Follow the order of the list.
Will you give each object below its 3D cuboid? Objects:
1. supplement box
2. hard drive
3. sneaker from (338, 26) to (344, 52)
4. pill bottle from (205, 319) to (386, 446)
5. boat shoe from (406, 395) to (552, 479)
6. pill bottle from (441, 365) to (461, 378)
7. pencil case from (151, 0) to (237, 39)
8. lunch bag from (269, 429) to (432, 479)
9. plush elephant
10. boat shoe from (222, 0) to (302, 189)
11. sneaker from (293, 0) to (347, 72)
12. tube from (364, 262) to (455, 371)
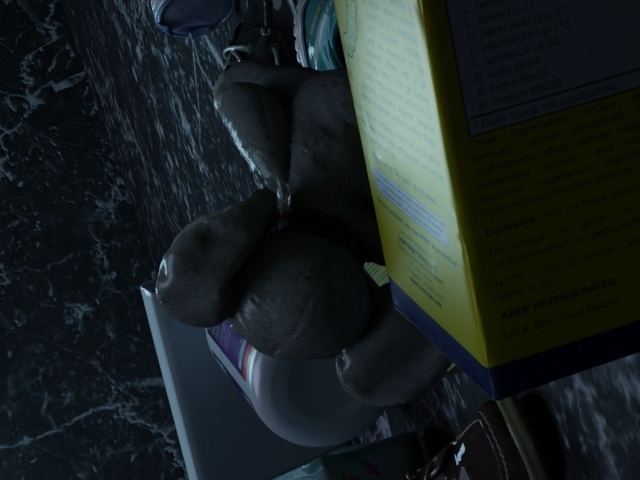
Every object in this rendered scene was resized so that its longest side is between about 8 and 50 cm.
[{"bbox_3d":[0.132,-0.115,1.142,0.195,0.194,0.356,-136,32,-65],"label":"supplement box"},{"bbox_3d":[-0.093,0.184,2.418,0.047,0.233,0.353,24,131,58],"label":"hard drive"},{"bbox_3d":[0.050,-0.225,1.556,0.135,0.097,0.276,107,144,-57],"label":"sneaker"},{"bbox_3d":[-0.035,0.121,2.203,0.323,0.181,0.181,-139,34,-68],"label":"pill bottle"},{"bbox_3d":[0.143,0.261,1.749,0.342,0.123,0.123,96,154,-61],"label":"boat shoe"},{"bbox_3d":[0.116,0.114,1.763,0.043,0.083,0.043,163,90,-77],"label":"pill bottle"},{"bbox_3d":[-0.203,-0.401,2.409,0.273,0.113,0.124,66,-174,26],"label":"pencil case"},{"bbox_3d":[0.072,0.333,1.983,0.160,0.262,0.223,-30,76,36],"label":"lunch bag"},{"bbox_3d":[0.000,0.000,1.523,0.272,0.255,0.330,34,171,-11],"label":"plush elephant"},{"bbox_3d":[-0.050,-0.196,1.992,0.121,0.119,0.335,-143,38,-69],"label":"boat shoe"},{"bbox_3d":[0.039,-0.123,1.763,0.110,0.107,0.275,17,123,64],"label":"sneaker"},{"bbox_3d":[0.070,0.013,1.720,0.240,0.062,0.070,50,174,7],"label":"tube"}]
